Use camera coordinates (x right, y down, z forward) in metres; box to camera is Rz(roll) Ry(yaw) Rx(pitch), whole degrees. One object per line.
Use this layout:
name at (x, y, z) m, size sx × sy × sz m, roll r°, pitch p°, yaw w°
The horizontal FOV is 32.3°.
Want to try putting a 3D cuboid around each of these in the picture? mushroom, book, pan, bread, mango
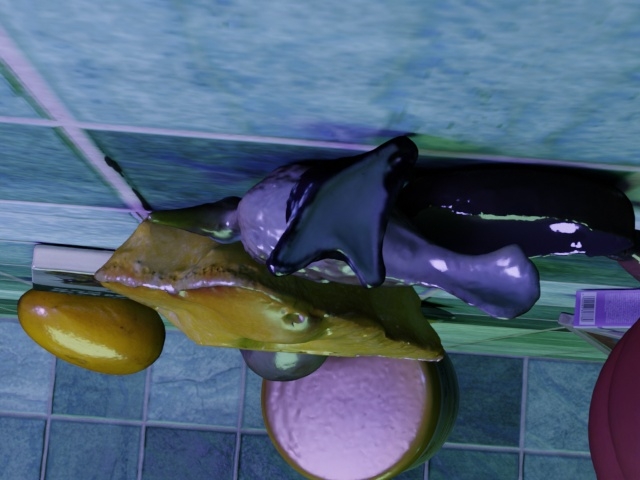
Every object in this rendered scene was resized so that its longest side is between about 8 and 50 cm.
mushroom at (-0.048, 0.113, 1.343) m, size 0.141 × 0.117 × 0.188 m, roll -6°, pitch 171°, yaw -14°
book at (-0.181, 0.038, 1.090) m, size 0.202 × 0.027 × 0.264 m, roll 5°, pitch 173°, yaw -14°
pan at (0.135, 0.000, 0.541) m, size 0.212 × 0.040 × 0.115 m, roll 15°, pitch 169°, yaw -23°
bread at (-0.027, 0.033, 0.746) m, size 0.160 × 0.088 × 0.233 m, roll -6°, pitch 166°, yaw 31°
mango at (-0.303, 0.110, 1.453) m, size 0.145 × 0.112 × 0.219 m, roll -2°, pitch 159°, yaw 45°

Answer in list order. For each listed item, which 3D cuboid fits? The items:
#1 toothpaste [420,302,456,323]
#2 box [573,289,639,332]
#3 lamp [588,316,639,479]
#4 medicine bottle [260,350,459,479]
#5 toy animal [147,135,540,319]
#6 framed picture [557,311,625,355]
toothpaste at (0.102, 0.084, 1.285) m, size 0.049 × 0.031 × 0.204 m, roll 1°, pitch 175°, yaw 27°
box at (0.287, 0.063, 0.984) m, size 0.050 × 0.036 × 0.117 m, roll 11°, pitch 169°, yaw -42°
lamp at (0.310, 0.143, 0.664) m, size 0.303 × 0.257 × 0.303 m, roll 32°, pitch 151°, yaw 21°
medicine bottle at (0.063, 0.217, 1.550) m, size 0.238 × 0.238 × 0.232 m, roll 2°, pitch 174°, yaw 18°
toy animal at (-0.004, -0.003, 0.499) m, size 0.105 × 0.070 × 0.202 m, roll 28°, pitch 167°, yaw -34°
framed picture at (0.374, 0.123, 1.055) m, size 0.250 × 0.016 × 0.184 m, roll 11°, pitch 167°, yaw 43°
